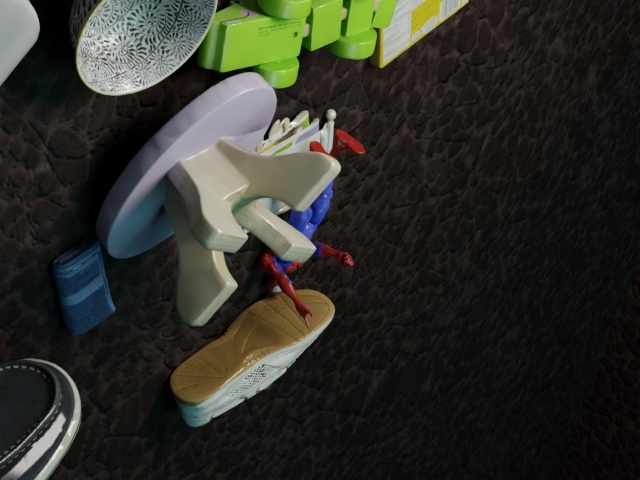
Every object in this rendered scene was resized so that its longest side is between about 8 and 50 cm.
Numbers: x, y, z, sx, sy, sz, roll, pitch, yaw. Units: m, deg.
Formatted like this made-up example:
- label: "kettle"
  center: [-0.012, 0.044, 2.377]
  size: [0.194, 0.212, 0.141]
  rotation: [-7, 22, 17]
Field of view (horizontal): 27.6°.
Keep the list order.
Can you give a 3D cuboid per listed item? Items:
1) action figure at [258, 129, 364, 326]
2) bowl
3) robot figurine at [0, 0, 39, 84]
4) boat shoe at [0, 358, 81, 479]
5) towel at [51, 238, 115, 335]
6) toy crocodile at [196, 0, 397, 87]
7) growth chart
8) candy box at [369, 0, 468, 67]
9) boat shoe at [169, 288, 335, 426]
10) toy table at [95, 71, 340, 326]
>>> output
- label: "action figure"
  center: [0.000, 0.000, 1.785]
  size: [0.091, 0.139, 0.280]
  rotation: [-25, 153, -42]
- label: "bowl"
  center: [-0.197, -0.238, 1.334]
  size: [0.170, 0.080, 0.170]
  rotation: [-34, 153, -19]
- label: "robot figurine"
  center: [-0.368, -0.149, 1.046]
  size: [0.353, 0.200, 0.300]
  rotation: [-54, 175, -11]
- label: "boat shoe"
  center: [-0.447, 0.227, 1.295]
  size: [0.500, 0.187, 0.156]
  rotation: [-23, 141, -40]
- label: "towel"
  center: [-0.281, 0.058, 1.544]
  size: [0.067, 0.029, 0.119]
  rotation: [-38, 145, -31]
- label: "toy crocodile"
  center: [-0.020, -0.273, 1.586]
  size: [0.340, 0.105, 0.115]
  rotation: [-25, 137, -39]
- label: "growth chart"
  center: [-0.055, -0.095, 1.760]
  size: [0.237, 0.021, 0.172]
  rotation: [-27, 137, -44]
- label: "candy box"
  center: [0.141, -0.336, 1.835]
  size: [0.206, 0.027, 0.105]
  rotation: [-40, 143, -31]
- label: "boat shoe"
  center: [-0.096, 0.169, 1.871]
  size: [0.277, 0.098, 0.096]
  rotation: [-31, 142, -25]
- label: "toy table"
  center: [-0.114, -0.041, 1.502]
  size: [0.274, 0.161, 0.252]
  rotation: [-52, 158, 24]
